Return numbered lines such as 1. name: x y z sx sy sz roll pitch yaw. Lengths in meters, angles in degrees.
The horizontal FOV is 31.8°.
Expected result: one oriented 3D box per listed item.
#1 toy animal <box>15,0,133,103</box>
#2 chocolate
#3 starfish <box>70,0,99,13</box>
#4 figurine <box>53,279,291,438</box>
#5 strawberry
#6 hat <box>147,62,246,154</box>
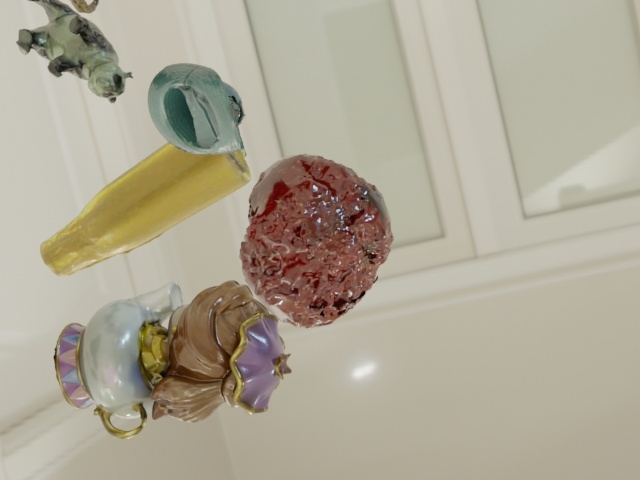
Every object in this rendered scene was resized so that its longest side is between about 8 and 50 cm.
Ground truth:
1. toy animal: -0.352 -0.275 1.620 0.225 0.094 0.121 36 -175 40
2. chocolate: -0.347 -0.078 2.182 0.445 0.162 0.162 -31 -175 9
3. starfish: -0.273 -0.373 1.464 0.190 0.146 0.074 -23 -157 29
4. figurine: -0.156 0.128 1.252 0.263 0.189 0.142 -7 152 16
5. strawberry: 0.000 0.000 1.650 0.220 0.274 0.274 -3 -170 21
6. hat: -0.160 -0.186 1.593 0.191 0.138 0.078 12 -145 42
